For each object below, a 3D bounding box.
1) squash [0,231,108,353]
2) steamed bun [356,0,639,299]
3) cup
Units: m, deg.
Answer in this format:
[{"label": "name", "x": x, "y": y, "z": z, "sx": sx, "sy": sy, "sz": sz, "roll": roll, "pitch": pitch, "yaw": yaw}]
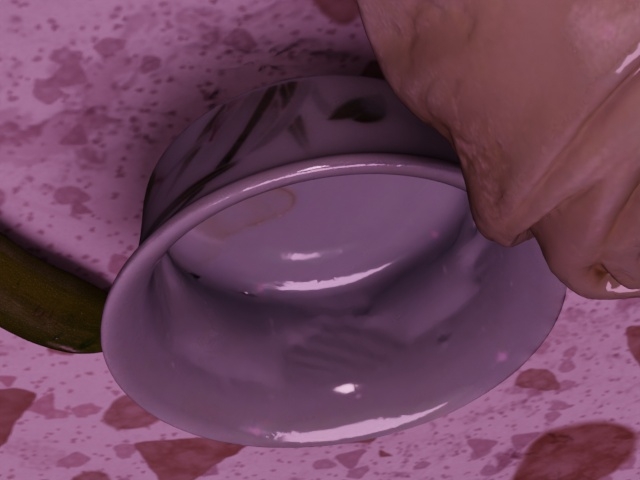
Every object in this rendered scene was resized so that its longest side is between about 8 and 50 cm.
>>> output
[{"label": "squash", "x": -0.249, "y": 0.035, "z": 1.254, "sx": 0.069, "sy": 0.069, "sz": 0.258, "roll": -31, "pitch": 137, "yaw": 24}, {"label": "steamed bun", "x": 0.212, "y": -0.104, "z": 0.845, "sx": 0.367, "sy": 0.255, "sz": 0.342, "roll": 28, "pitch": 120, "yaw": -39}, {"label": "cup", "x": 0.000, "y": 0.000, "z": 1.193, "sx": 0.347, "sy": 0.163, "sz": 0.347, "roll": -7, "pitch": 142, "yaw": -6}]
